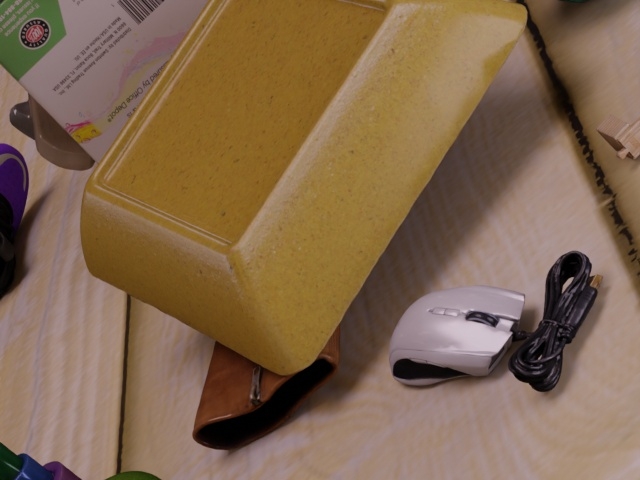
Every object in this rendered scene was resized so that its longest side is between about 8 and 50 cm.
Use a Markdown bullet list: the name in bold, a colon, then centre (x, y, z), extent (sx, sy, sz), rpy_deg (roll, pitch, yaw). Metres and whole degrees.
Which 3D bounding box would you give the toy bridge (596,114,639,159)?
- **toy bridge**: centre (0.268, -0.126, 1.246), extent (0.188, 0.026, 0.063), rpy_deg (-48, 24, -1)

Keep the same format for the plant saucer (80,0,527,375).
- **plant saucer**: centre (-0.044, -0.091, 1.431), extent (0.333, 0.081, 0.333), rpy_deg (23, 77, 51)

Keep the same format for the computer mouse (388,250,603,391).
- **computer mouse**: centre (0.101, 0.059, 1.215), extent (0.193, 0.042, 0.106), rpy_deg (-13, 41, 52)

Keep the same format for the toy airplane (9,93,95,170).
- **toy airplane**: centre (-0.271, -0.239, 2.052), extent (0.384, 0.272, 0.386), rpy_deg (24, 54, 33)

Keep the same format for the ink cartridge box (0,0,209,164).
- **ink cartridge box**: centre (-0.153, -0.171, 1.713), extent (0.201, 0.278, 0.117), rpy_deg (-41, 11, 14)

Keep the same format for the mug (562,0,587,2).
- **mug**: centre (0.205, -0.260, 1.457), extent (0.158, 0.097, 0.129), rpy_deg (-58, -15, -62)

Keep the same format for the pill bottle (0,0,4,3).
- **pill bottle**: centre (-0.315, -0.360, 1.815), extent (0.408, 0.229, 0.229), rpy_deg (-35, 17, -24)

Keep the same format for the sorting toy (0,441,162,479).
- **sorting toy**: centre (-0.191, 0.205, 1.380), extent (0.127, 0.126, 0.365), rpy_deg (-53, 24, -13)

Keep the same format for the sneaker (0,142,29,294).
- **sneaker**: centre (-0.390, 0.007, 2.092), extent (0.146, 0.102, 0.293), rpy_deg (-13, 44, 46)

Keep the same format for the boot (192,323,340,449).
- **boot**: centre (0.000, 0.000, 1.419), extent (0.264, 0.096, 0.280), rpy_deg (-34, 27, 27)
